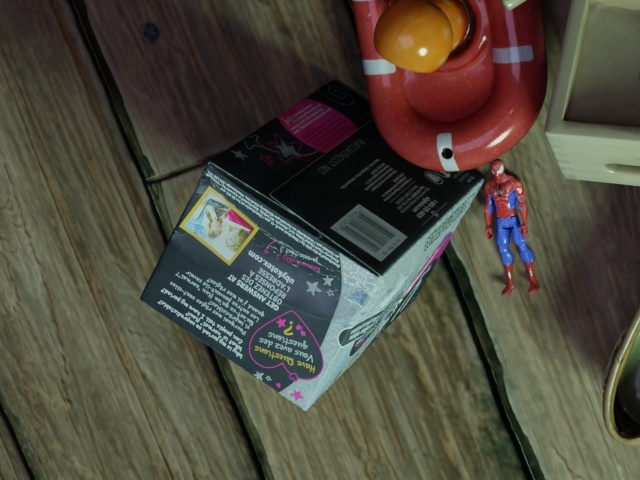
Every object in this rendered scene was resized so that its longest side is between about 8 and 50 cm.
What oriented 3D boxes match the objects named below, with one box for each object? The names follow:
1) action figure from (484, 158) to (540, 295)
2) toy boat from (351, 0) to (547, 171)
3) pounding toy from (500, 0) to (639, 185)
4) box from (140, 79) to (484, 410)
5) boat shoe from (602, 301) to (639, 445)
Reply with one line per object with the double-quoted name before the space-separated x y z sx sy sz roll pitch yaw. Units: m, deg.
"action figure" 0.155 -0.012 1.474 0.038 0.030 0.115 -4 105 30
"toy boat" 0.086 -0.163 1.377 0.151 0.151 0.231 -4 106 25
"pounding toy" 0.230 -0.150 1.343 0.181 0.094 0.206 7 70 21
"box" 0.000 0.000 1.417 0.163 0.247 0.142 34 119 9
"boat shoe" 0.314 0.034 1.363 0.123 0.120 0.324 32 118 17
